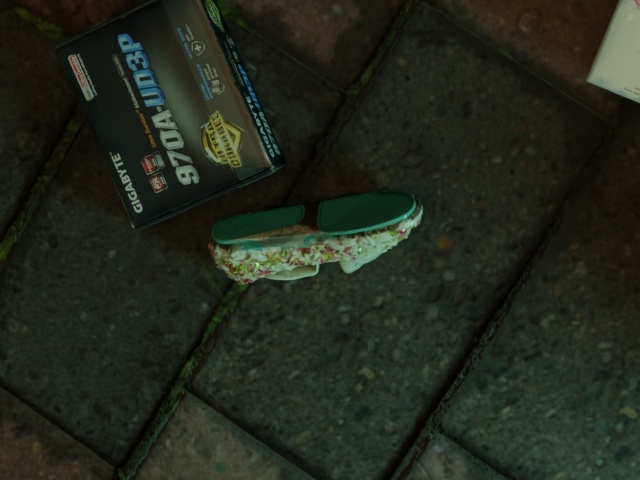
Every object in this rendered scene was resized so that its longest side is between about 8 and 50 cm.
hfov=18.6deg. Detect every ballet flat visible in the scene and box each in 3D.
[{"bbox_3d":[0.000,0.000,2.049,0.241,0.091,0.077,-6,126,20],"label":"ballet flat"}]

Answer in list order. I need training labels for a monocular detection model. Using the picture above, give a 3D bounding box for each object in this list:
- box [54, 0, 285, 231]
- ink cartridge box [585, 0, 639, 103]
[{"bbox_3d":[-0.160,-0.144,2.077,0.175,0.051,0.220,-22,92,17],"label":"box"},{"bbox_3d":[0.352,-0.214,1.884,0.127,0.128,0.176,25,103,11],"label":"ink cartridge box"}]
